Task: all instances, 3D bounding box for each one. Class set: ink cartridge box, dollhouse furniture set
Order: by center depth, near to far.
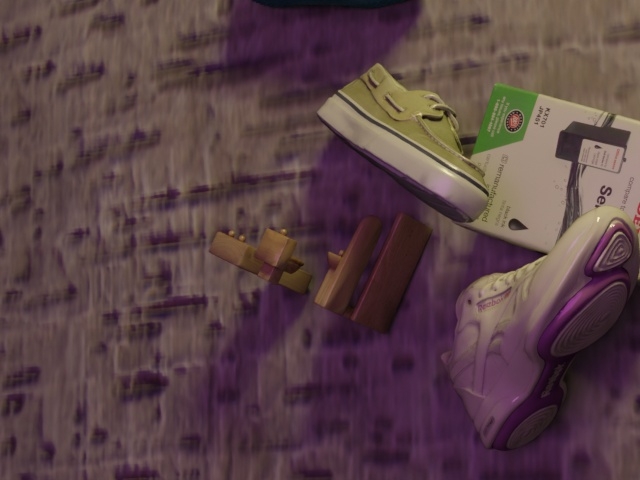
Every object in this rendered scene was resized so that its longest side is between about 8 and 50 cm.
[{"bbox_3d":[0.255,-0.054,1.499,0.208,0.087,0.153,18,91,27],"label":"ink cartridge box"},{"bbox_3d":[0.000,0.000,1.602,0.151,0.144,0.123,24,89,42],"label":"dollhouse furniture set"}]

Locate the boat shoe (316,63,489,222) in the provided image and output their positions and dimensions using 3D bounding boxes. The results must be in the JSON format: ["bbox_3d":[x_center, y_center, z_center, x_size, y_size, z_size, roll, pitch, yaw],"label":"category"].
[{"bbox_3d":[0.088,-0.110,1.525,0.094,0.109,0.302,-52,33,2],"label":"boat shoe"}]

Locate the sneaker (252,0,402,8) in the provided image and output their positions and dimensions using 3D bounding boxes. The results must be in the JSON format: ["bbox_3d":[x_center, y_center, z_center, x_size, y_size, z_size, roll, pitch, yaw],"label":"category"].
[{"bbox_3d":[0.011,-0.307,1.660,0.228,0.087,0.092,6,83,25],"label":"sneaker"}]

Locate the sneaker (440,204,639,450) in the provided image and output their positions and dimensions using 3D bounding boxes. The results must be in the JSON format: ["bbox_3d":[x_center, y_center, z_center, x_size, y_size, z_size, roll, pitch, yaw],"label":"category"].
[{"bbox_3d":[0.192,0.066,1.446,0.152,0.114,0.305,55,139,31],"label":"sneaker"}]
